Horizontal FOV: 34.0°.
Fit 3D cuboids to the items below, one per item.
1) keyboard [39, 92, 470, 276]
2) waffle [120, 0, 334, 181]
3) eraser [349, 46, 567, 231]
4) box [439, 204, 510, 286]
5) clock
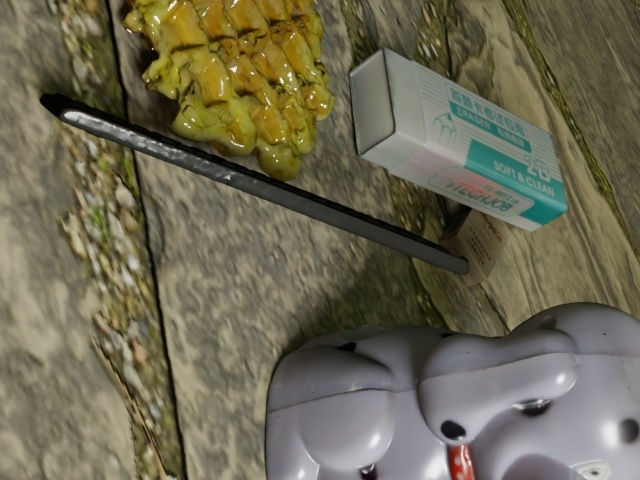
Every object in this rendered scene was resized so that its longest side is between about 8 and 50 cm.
[{"bbox_3d":[0.007,-0.012,0.672,0.381,0.103,0.041,27,92,-26],"label":"keyboard"},{"bbox_3d":[-0.083,-0.178,0.739,0.291,0.051,0.291,31,47,-39],"label":"waffle"},{"bbox_3d":[0.127,-0.086,0.936,0.225,0.052,0.095,20,52,-36],"label":"eraser"},{"bbox_3d":[0.142,-0.003,0.959,0.053,0.024,0.083,56,36,-14],"label":"box"},{"bbox_3d":[0.114,0.121,0.674,0.189,0.254,0.188,21,61,-45],"label":"clock"}]
